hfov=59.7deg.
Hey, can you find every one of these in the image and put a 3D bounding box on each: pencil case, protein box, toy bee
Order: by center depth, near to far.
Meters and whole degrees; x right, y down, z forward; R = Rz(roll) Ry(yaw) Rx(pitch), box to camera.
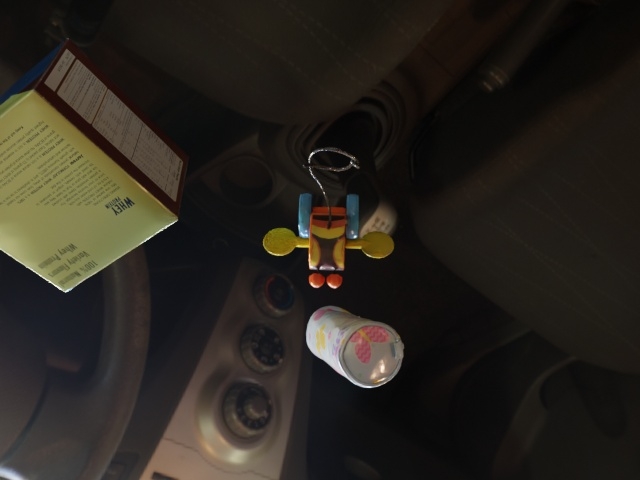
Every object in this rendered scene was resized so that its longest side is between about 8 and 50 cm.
[{"bbox_3d":[-0.303,-0.082,0.668,0.199,0.136,0.201,-30,127,19],"label":"protein box"},{"bbox_3d":[0.000,0.000,0.858,0.195,0.162,0.298,-4,162,22],"label":"toy bee"},{"bbox_3d":[0.057,0.192,1.049,0.124,0.114,0.273,6,178,-13],"label":"pencil case"}]

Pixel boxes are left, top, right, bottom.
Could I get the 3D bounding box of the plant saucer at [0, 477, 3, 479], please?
[{"bbox_3d":[-0.510,0.371,0.756,0.317,0.043,0.318,10,115,22],"label":"plant saucer"}]
